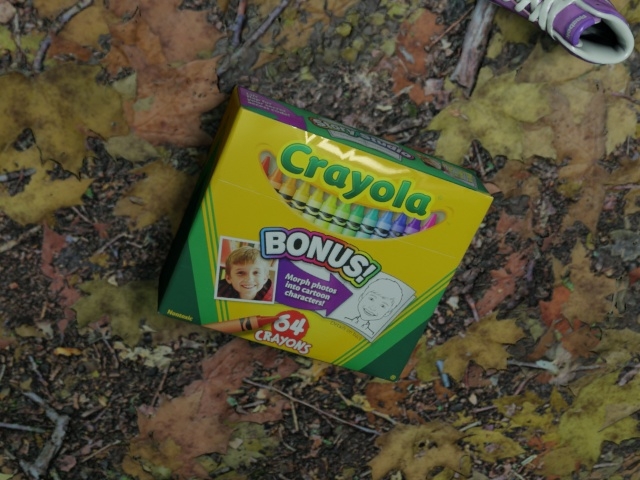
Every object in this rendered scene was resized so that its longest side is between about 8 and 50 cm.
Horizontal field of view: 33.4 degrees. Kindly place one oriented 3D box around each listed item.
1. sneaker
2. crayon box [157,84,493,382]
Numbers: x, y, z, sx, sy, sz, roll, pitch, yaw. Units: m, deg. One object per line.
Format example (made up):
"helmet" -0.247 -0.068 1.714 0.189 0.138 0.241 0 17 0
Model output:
"sneaker" 0.266 -0.306 1.297 0.282 0.161 0.102 23 114 -17
"crayon box" 0.000 0.000 1.455 0.363 0.106 0.313 18 114 -16
